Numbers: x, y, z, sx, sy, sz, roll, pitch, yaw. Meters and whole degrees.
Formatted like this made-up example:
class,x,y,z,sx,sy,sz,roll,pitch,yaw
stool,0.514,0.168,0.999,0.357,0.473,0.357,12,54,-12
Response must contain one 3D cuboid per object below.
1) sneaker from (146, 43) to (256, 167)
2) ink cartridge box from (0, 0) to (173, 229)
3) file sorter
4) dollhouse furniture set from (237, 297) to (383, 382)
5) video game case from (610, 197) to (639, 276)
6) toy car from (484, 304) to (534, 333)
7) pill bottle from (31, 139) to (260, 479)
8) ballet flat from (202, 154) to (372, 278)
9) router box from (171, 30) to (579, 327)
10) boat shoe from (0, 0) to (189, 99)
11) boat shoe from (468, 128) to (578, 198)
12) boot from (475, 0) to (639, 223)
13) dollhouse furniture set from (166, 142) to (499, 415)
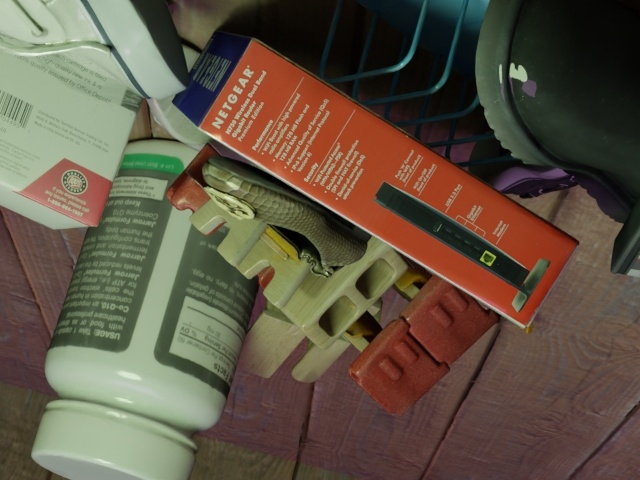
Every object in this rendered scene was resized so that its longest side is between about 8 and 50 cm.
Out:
class,x,y,z,sx,sy,sz,roll,pitch,yaw
sneaker,-0.138,-0.132,1.714,0.094,0.080,0.212,22,167,32
ink cartridge box,-0.243,-0.138,1.539,0.158,0.218,0.092,27,164,-29
file sorter,0.099,-0.142,1.431,0.170,0.104,0.118,29,158,-37
dollhouse furniture set,-0.012,0.075,2.025,0.144,0.151,0.123,21,142,-15
video game case,0.364,0.004,1.349,0.248,0.035,0.275,10,168,4
toy car,0.214,0.085,2.078,0.040,0.060,0.122,42,167,28
pill bottle,-0.182,0.089,1.921,0.204,0.361,0.204,14,162,5
ballet flat,-0.030,-0.015,1.474,0.084,0.058,0.250,33,-177,27
router box,0.031,-0.062,1.475,0.301,0.082,0.335,31,-178,-12
boat shoe,-0.241,-0.210,1.377,0.156,0.136,0.367,-23,147,12
boat shoe,0.212,-0.076,1.578,0.076,0.080,0.228,15,164,-19
boot,0.381,-0.090,1.273,0.445,0.146,0.367,8,170,34
dollhouse furniture set,0.000,0.000,1.736,0.201,0.152,0.374,43,178,41
